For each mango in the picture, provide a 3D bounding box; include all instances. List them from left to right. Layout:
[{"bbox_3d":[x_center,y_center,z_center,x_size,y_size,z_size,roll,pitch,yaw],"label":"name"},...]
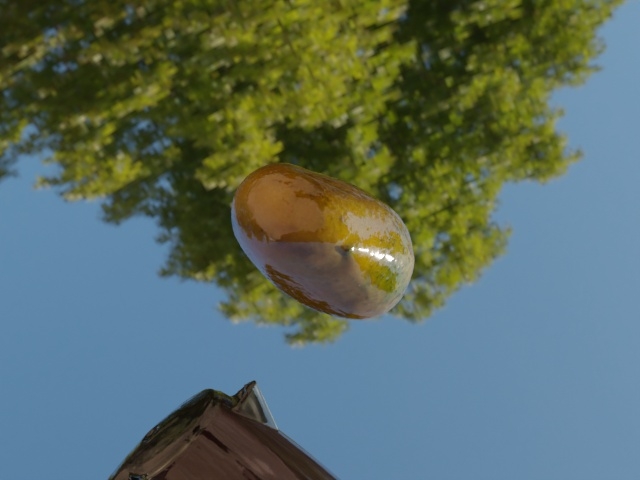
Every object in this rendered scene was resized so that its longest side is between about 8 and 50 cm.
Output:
[{"bbox_3d":[0.000,0.000,0.545,0.079,0.114,0.057,29,-91,18],"label":"mango"}]

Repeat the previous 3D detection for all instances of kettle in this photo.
[{"bbox_3d":[-0.067,0.244,1.052,0.202,0.232,0.144,-43,-170,6],"label":"kettle"}]
